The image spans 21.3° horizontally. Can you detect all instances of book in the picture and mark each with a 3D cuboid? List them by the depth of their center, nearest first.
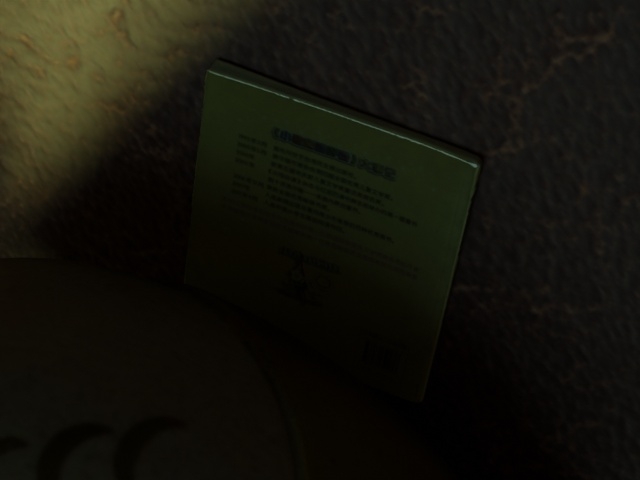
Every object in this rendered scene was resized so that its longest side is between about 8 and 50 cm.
[{"bbox_3d":[0.000,0.000,1.008,0.168,0.013,0.192,21,131,12],"label":"book"}]

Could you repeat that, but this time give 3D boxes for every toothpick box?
[{"bbox_3d":[-0.103,0.240,0.985,0.425,0.409,0.409,27,133,-3],"label":"toothpick box"}]
